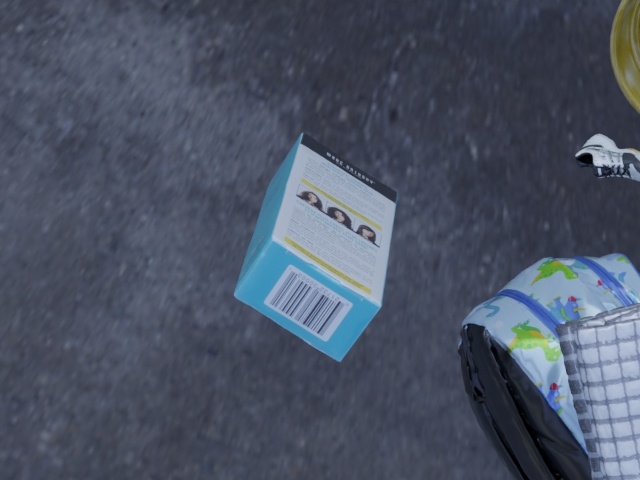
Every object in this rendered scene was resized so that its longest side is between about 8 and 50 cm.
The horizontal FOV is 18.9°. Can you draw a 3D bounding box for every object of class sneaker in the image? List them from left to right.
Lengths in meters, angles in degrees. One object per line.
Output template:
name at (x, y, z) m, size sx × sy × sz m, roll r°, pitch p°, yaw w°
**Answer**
sneaker at (0.264, -0.066, 1.728) m, size 0.037 × 0.083 × 0.032 m, roll -37°, pitch 127°, yaw -19°

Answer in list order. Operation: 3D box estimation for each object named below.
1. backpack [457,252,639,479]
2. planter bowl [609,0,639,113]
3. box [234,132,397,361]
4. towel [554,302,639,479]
backpack at (0.289, 0.187, 1.942) m, size 0.355 × 0.290 × 0.273 m, roll 39°, pitch 78°, yaw 10°
planter bowl at (0.384, -0.203, 1.809) m, size 0.217 × 0.090 × 0.217 m, roll 6°, pitch 125°, yaw 8°
box at (0.000, 0.000, 1.541) m, size 0.100 × 0.244 × 0.060 m, roll 32°, pitch 111°, yaw -7°
towel at (0.372, 0.151, 1.719) m, size 0.283 × 0.121 × 0.235 m, roll -13°, pitch 89°, yaw -8°
